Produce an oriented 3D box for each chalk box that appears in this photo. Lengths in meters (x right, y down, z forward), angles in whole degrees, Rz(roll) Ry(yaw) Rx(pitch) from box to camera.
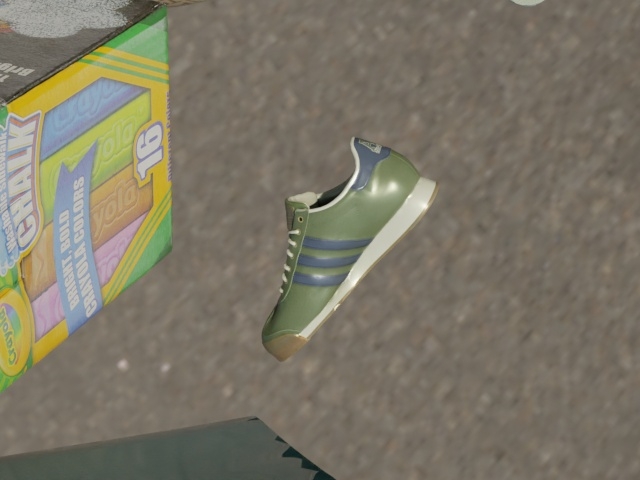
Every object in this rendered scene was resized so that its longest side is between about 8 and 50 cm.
[{"bbox_3d":[-0.171,-0.020,0.844,0.132,0.213,0.132,14,121,23],"label":"chalk box"}]

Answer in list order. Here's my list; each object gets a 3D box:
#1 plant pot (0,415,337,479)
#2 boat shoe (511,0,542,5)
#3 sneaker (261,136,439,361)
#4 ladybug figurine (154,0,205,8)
[{"bbox_3d":[-0.118,0.173,0.765,0.165,0.234,0.166,-161,67,-75],"label":"plant pot"},{"bbox_3d":[0.229,-0.345,1.941,0.079,0.081,0.227,18,116,1],"label":"boat shoe"},{"bbox_3d":[0.000,0.000,1.541,0.086,0.064,0.192,40,106,-9],"label":"sneaker"},{"bbox_3d":[-0.051,-0.299,1.576,0.305,0.449,0.162,-4,107,31],"label":"ladybug figurine"}]
